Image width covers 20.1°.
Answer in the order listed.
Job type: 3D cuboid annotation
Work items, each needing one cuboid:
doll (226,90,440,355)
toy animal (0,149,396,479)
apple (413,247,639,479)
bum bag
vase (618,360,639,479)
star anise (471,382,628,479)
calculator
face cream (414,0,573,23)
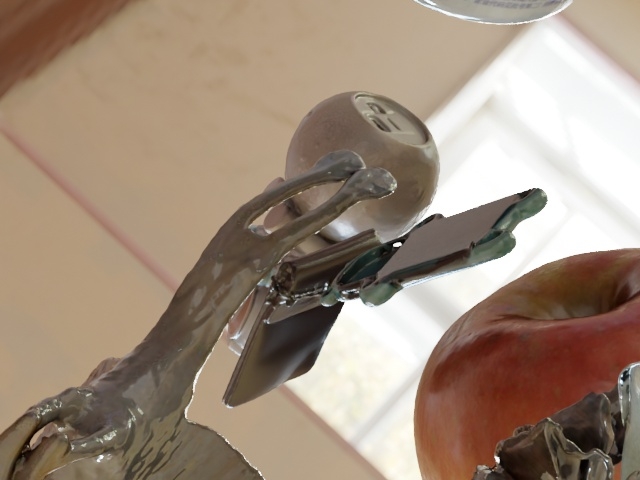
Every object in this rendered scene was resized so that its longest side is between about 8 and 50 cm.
[{"bbox_3d":[0.000,0.000,1.689,0.287,0.151,0.151,-60,169,24],"label":"doll"},{"bbox_3d":[-0.086,0.092,1.116,0.302,0.225,0.284,-15,133,-59],"label":"toy animal"},{"bbox_3d":[0.265,0.187,1.600,0.364,0.364,0.364,-47,173,-8],"label":"apple"},{"bbox_3d":[-0.014,0.064,1.389,0.109,0.026,0.159,-23,147,-44],"label":"bum bag"},{"bbox_3d":[0.375,0.105,0.942,0.446,0.250,0.250,-12,163,-13],"label":"vase"},{"bbox_3d":[0.126,0.162,1.090,0.195,0.065,0.182,-17,148,-52],"label":"star anise"},{"bbox_3d":[0.060,0.007,1.007,0.141,0.019,0.094,-19,-162,38],"label":"calculator"},{"bbox_3d":[0.099,-0.237,1.139,0.206,0.206,0.111,-42,167,-41],"label":"face cream"}]
